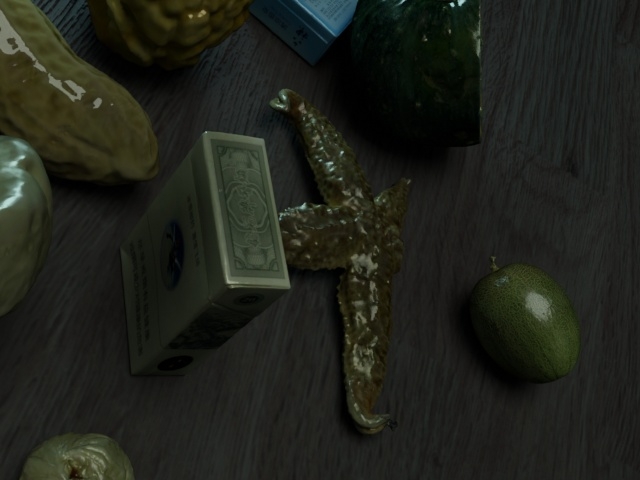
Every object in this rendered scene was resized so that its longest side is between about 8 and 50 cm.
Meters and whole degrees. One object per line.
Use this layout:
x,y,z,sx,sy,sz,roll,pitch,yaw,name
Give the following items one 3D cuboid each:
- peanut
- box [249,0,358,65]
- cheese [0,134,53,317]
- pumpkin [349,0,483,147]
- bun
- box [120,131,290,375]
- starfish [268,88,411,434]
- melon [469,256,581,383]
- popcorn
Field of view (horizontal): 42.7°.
-0.319,-0.173,0.927,0.325,0.140,0.153,40,8,-16,peanut
0.002,-0.398,1.296,0.143,0.083,0.232,40,48,-6,box
-0.395,-0.013,0.717,0.318,0.115,0.326,24,29,28,cheese
0.148,-0.288,1.235,0.197,0.263,0.292,0,63,14,pumpkin
-0.231,0.236,0.788,0.115,0.069,0.115,16,58,-26,bun
-0.130,0.024,0.850,0.069,0.256,0.164,4,62,-32,box
0.000,0.000,1.072,0.324,0.082,0.431,32,53,-18,starfish
0.283,0.108,1.146,0.139,0.139,0.192,-25,83,-40,melon
-0.200,-0.381,1.030,0.225,0.332,0.265,-16,41,-11,popcorn
